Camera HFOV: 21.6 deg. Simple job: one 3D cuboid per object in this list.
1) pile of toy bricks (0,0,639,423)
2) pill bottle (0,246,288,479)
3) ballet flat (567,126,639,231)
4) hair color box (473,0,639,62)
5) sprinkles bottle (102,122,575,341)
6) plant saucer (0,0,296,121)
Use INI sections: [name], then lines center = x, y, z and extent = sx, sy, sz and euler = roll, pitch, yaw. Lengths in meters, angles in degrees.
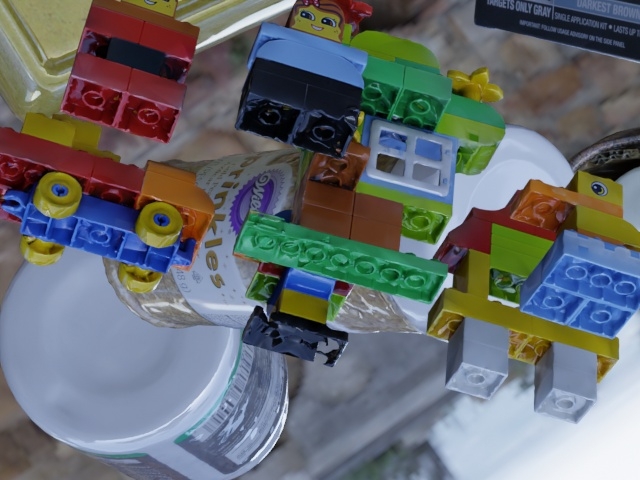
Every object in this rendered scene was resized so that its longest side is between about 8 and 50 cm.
[pile of toy bricks]
center = 0.010, -0.033, 0.527
extent = 0.118, 0.212, 0.105
euler = 119, -16, -49
[pill bottle]
center = -0.141, 0.115, 1.516
extent = 0.204, 0.204, 0.361
euler = -36, 163, -3
[ballet flat]
center = 0.270, -0.029, 0.939
extent = 0.316, 0.107, 0.106
euler = -9, 177, 35
[hair color box]
center = 0.221, -0.321, 1.158
extent = 0.114, 0.185, 0.374
euler = -14, 114, -42
[sprinkles bottle]
center = 0.000, 0.000, 1.041
extent = 0.121, 0.121, 0.355
euler = -29, -164, -34
[plant saucer]
center = -0.116, -0.242, 0.988
extent = 0.333, 0.333, 0.081
euler = -24, -149, 10
